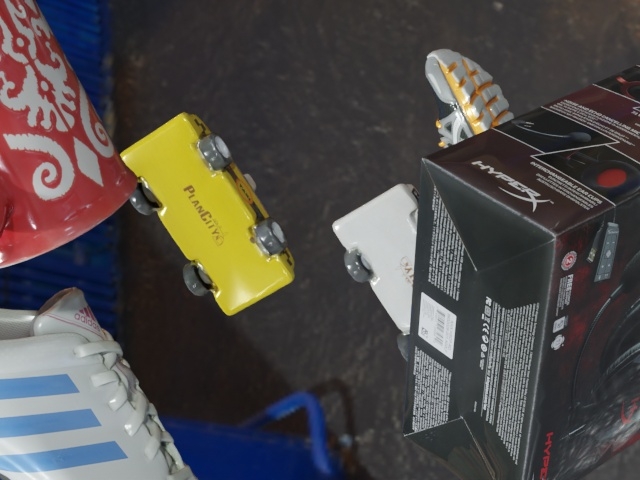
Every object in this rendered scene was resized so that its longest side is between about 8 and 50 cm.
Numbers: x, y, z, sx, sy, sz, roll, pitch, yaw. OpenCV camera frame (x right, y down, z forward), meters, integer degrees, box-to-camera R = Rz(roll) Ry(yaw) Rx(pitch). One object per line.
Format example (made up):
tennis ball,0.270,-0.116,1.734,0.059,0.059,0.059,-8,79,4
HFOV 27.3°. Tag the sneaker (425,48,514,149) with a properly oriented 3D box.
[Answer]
sneaker,0.147,-0.078,1.242,0.083,0.084,0.215,-24,95,32

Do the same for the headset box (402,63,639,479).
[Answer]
headset box,0.199,0.012,0.853,0.110,0.293,0.218,34,135,39

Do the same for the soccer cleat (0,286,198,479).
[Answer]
soccer cleat,-0.158,0.121,0.883,0.143,0.331,0.116,-56,21,-2

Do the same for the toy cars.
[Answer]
toy cars,0.000,0.000,1.235,0.087,0.393,0.176,-59,-13,-68

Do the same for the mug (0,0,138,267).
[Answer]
mug,-0.179,-0.079,0.700,0.169,0.113,0.150,68,169,-21
